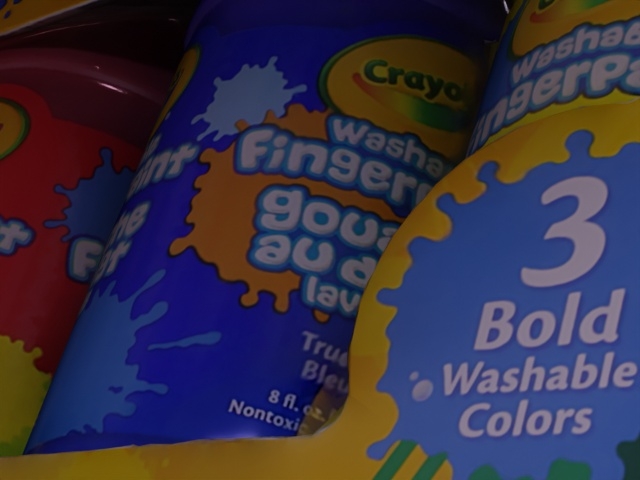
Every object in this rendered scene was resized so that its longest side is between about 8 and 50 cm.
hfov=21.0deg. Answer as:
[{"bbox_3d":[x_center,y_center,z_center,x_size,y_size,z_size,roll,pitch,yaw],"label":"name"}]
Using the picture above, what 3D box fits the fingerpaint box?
[{"bbox_3d":[0.000,0.000,0.597,0.445,0.371,0.163,-9,139,38],"label":"fingerpaint box"}]
